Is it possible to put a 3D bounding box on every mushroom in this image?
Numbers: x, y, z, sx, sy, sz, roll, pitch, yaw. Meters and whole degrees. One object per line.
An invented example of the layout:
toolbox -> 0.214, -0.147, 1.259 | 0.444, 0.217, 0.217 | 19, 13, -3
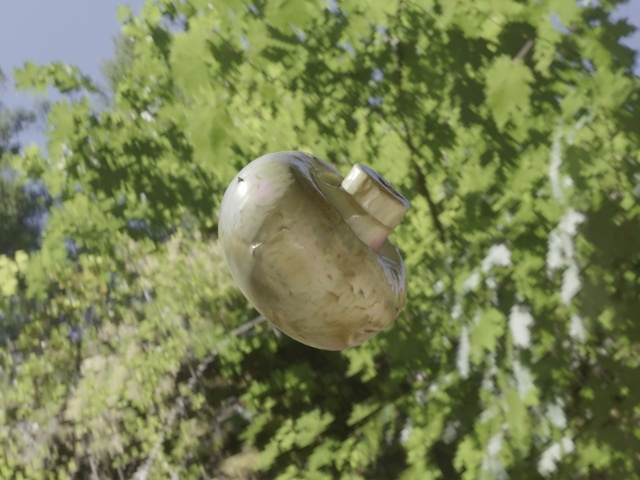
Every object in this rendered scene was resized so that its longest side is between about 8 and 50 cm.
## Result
mushroom -> 0.000, 0.000, 0.516 | 0.067, 0.083, 0.083 | -45, -57, 13
